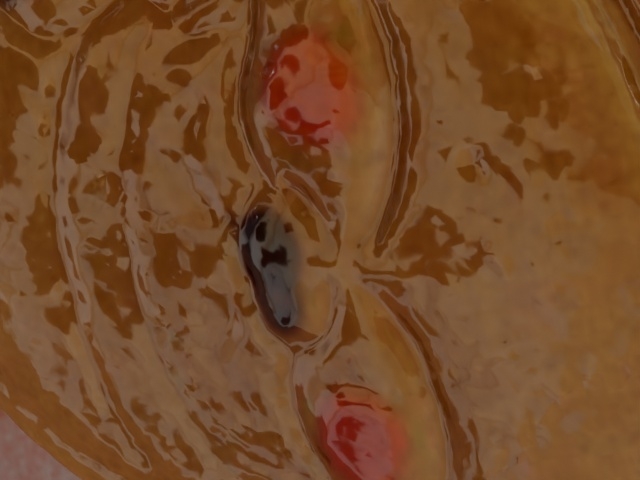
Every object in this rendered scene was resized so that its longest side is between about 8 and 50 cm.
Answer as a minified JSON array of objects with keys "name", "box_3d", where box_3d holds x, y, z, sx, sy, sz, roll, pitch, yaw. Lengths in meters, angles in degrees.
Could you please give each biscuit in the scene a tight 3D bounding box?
[{"name":"biscuit","box_3d":[-0.001,0.000,0.798,0.455,0.350,0.078,4,24,30]}]
